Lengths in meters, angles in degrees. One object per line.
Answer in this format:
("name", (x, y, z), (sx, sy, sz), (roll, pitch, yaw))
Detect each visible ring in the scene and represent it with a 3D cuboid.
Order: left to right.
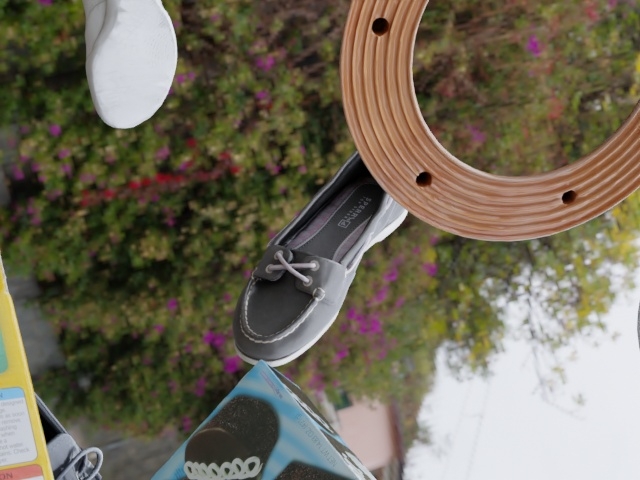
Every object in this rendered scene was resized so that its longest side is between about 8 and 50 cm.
("ring", (0.175, -0.157, 0.923), (0.032, 0.337, 0.336), (-120, -160, -62))

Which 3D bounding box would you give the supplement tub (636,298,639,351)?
("supplement tub", (0.390, 0.025, 0.798), (0.228, 0.316, 0.228), (24, -54, 38))

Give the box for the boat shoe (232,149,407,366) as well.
("boat shoe", (0.000, 0.000, 1.258), (0.112, 0.335, 0.095), (18, -45, 24))

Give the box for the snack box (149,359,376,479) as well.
("snack box", (-0.022, 0.252, 0.841), (0.060, 0.187, 0.322), (42, 1, -41))

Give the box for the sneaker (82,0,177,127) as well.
("sneaker", (-0.180, -0.209, 0.997), (0.094, 0.080, 0.212), (40, -46, 51))

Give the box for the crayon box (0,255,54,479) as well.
("crayon box", (-0.298, 0.154, 0.781), (0.083, 0.203, 0.323), (108, -33, -46))

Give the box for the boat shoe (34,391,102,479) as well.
("boat shoe", (-0.330, 0.290, 1.235), (0.500, 0.187, 0.156), (53, -32, 4))
